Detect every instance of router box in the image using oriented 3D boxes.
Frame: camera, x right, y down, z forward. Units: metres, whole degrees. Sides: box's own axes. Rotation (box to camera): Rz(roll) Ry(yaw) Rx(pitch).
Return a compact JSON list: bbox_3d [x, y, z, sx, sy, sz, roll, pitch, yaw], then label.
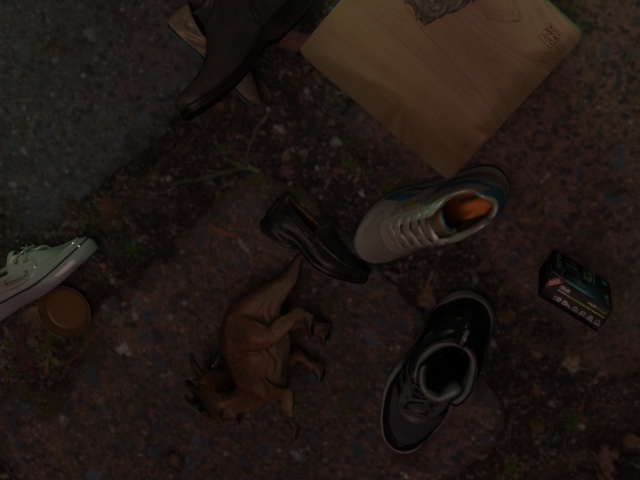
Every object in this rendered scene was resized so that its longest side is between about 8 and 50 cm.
[{"bbox_3d":[0.336,0.065,1.855,0.092,0.122,0.038,32,109,-1],"label":"router box"}]

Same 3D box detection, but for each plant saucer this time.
[{"bbox_3d":[-0.378,0.103,2.081,0.083,0.015,0.083,4,111,10],"label":"plant saucer"}]

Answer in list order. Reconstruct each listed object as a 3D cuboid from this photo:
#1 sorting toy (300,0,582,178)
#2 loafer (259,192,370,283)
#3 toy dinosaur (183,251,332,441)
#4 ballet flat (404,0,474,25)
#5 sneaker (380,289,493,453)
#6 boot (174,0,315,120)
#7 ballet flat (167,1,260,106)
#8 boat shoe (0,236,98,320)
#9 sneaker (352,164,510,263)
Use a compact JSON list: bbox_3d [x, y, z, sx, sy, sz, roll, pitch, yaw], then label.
[{"bbox_3d":[0.155,-0.260,1.793,0.257,0.089,0.255,40,113,-5],"label":"sorting toy"},{"bbox_3d":[0.000,0.000,1.939,0.170,0.062,0.061,31,108,-2],"label":"loafer"},{"bbox_3d":[-0.101,0.157,1.989,0.200,0.127,0.295,12,106,15],"label":"toy dinosaur"},{"bbox_3d":[0.038,-0.375,1.573,0.147,0.147,0.409,-38,127,22],"label":"ballet flat"},{"bbox_3d":[0.147,0.202,1.930,0.101,0.153,0.268,27,113,2],"label":"sneaker"},{"bbox_3d":[-0.139,-0.284,1.817,0.161,0.083,0.246,43,78,-4],"label":"boot"},{"bbox_3d":[-0.133,-0.251,1.878,0.168,0.057,0.052,43,103,-6],"label":"ballet flat"},{"bbox_3d":[-0.425,0.046,2.032,0.226,0.083,0.076,-33,101,22],"label":"boat shoe"},{"bbox_3d":[0.141,-0.029,1.880,0.229,0.092,0.087,-25,104,21],"label":"sneaker"}]
